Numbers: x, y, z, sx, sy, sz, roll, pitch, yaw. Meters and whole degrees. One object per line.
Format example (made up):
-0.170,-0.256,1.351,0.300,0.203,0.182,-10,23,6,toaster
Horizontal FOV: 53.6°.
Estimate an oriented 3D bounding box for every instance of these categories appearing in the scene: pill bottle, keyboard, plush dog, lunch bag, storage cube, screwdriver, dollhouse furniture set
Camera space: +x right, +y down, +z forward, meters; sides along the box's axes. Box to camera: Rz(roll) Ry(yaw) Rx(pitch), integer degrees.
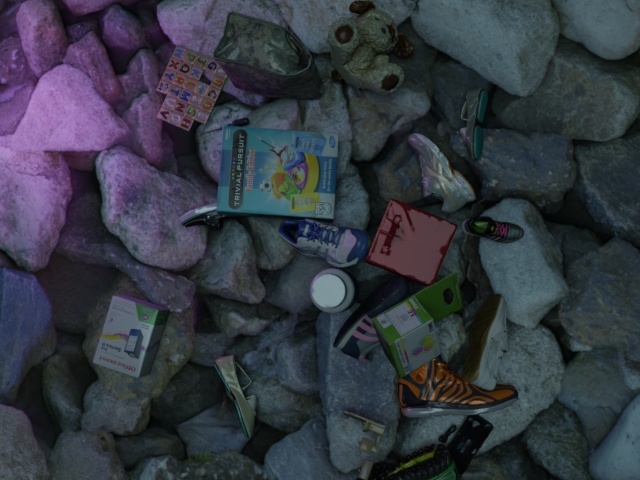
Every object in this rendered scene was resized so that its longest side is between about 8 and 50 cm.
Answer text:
0.038,0.138,1.753,0.125,0.221,0.124,-1,85,8,pill bottle
0.389,0.560,1.767,0.108,0.023,0.180,33,90,3,keyboard
0.138,-0.565,1.840,0.262,0.211,0.225,40,77,-18,plush dog
-0.128,-0.512,1.824,0.287,0.235,0.168,19,86,10,lunch bag
0.244,0.011,1.741,0.193,0.215,0.183,22,88,4,storage cube
-0.299,-0.350,1.950,0.170,0.024,0.025,-9,54,14,screwdriver
0.095,0.556,1.732,0.123,0.144,0.151,19,74,10,dollhouse furniture set

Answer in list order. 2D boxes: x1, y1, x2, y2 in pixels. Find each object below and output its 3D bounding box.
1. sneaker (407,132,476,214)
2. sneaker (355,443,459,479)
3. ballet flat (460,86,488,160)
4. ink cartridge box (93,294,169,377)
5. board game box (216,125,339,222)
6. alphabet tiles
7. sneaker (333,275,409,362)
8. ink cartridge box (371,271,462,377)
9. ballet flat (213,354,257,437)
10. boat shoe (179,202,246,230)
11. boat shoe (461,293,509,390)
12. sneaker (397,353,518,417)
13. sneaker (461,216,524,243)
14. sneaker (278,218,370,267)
0.319,-0.188,1.803,0.121,0.099,0.262,-40,80,8,sneaker
0.219,0.690,1.728,0.344,0.134,0.146,-25,102,15,sneaker
0.435,-0.332,1.818,0.068,0.072,0.213,5,85,37,ballet flat
-0.566,0.285,1.900,0.155,0.093,0.212,17,90,9,ink cartridge box
-0.122,-0.191,1.842,0.337,0.079,0.253,3,84,-3,board game box
-0.412,-0.469,1.980,0.198,0.009,0.237,24,89,10,alphabet tiles
0.168,0.221,1.737,0.131,0.112,0.319,34,130,-7,sneaker
0.281,0.221,1.664,0.255,0.188,0.097,-29,49,-5,ink cartridge box
-0.229,0.446,1.846,0.086,0.086,0.248,-27,81,6,ballet flat
-0.307,-0.068,1.901,0.229,0.080,0.076,-16,82,0,boat shoe
0.463,0.276,1.717,0.096,0.098,0.277,32,61,-12,boat shoe
0.367,0.379,1.732,0.322,0.124,0.179,-7,85,8,sneaker
0.483,-0.031,1.773,0.171,0.075,0.063,11,87,9,sneaker
0.000,0.000,1.745,0.297,0.131,0.111,3,69,46,sneaker
